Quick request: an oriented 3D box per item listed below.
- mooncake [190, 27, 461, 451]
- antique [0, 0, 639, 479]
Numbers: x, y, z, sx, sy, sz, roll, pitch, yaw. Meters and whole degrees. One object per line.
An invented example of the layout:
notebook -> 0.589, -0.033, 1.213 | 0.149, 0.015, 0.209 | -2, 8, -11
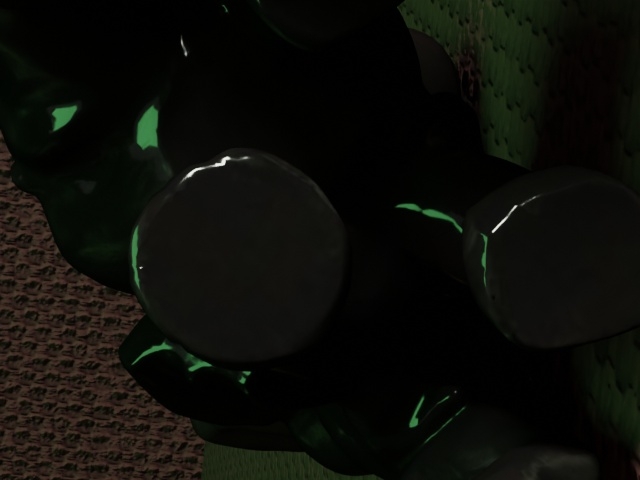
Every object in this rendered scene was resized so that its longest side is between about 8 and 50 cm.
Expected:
mooncake -> 0.000, 0.000, 1.065 | 0.245, 0.133, 0.245 | -175, 90, -83
antique -> -0.011, -0.025, 0.772 | 0.322, 0.185, 0.255 | 53, 169, 2
